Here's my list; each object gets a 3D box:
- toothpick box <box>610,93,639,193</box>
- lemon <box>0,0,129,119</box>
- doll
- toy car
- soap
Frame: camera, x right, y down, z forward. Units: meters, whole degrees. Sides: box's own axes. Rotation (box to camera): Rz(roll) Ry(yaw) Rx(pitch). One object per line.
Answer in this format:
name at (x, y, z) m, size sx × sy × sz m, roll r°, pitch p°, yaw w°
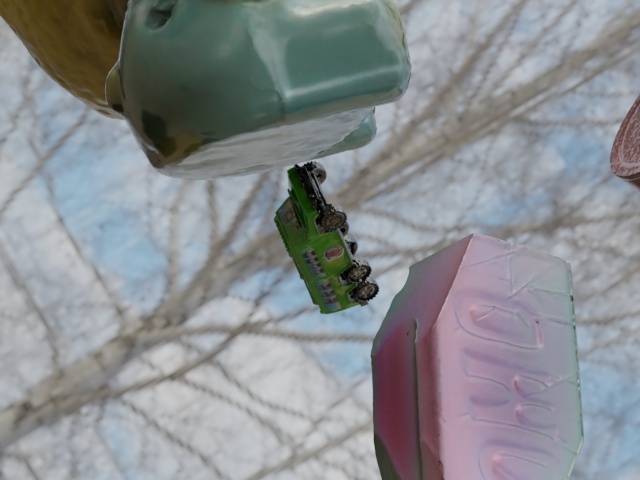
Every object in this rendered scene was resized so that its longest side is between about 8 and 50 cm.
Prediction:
toothpick box at (0.494, -0.053, 1.798) m, size 0.333 × 0.204 × 0.204 m, roll 36°, pitch -23°, yaw -14°
lemon at (-0.120, -0.259, 1.461) m, size 0.387 × 0.350 × 0.350 m, roll -93°, pitch 170°, yaw -60°
doll at (-0.061, -0.172, 0.960) m, size 0.177 × 0.161 × 0.260 m, roll 123°, pitch -48°, yaw -80°
toy car at (0.000, 0.000, 1.556) m, size 0.165 × 0.062 × 0.071 m, roll 65°, pitch 0°, yaw -52°
soap at (0.077, 0.076, 0.840) m, size 0.056 × 0.100 × 0.149 m, roll -34°, pitch -132°, yaw 50°
